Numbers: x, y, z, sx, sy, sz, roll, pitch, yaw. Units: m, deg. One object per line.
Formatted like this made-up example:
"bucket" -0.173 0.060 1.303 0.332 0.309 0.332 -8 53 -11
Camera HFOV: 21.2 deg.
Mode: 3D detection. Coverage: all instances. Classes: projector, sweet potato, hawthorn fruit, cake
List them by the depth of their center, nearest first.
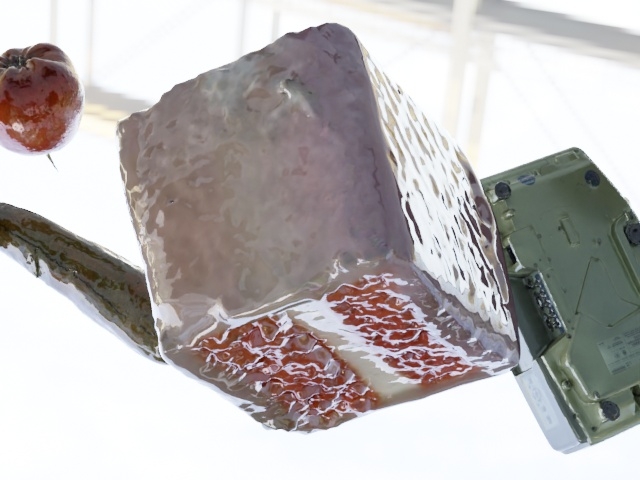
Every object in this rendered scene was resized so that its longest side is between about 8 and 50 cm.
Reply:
"cake" 0.000 0.000 1.384 0.237 0.309 0.230 -23 -120 16
"projector" 0.254 0.048 1.629 0.193 0.269 0.088 -20 171 -28
"sweet potato" -0.226 0.034 1.641 0.273 0.075 0.075 31 -150 4
"hawthorn fruit" -0.312 -0.142 1.821 0.125 0.140 0.125 13 -168 -3
